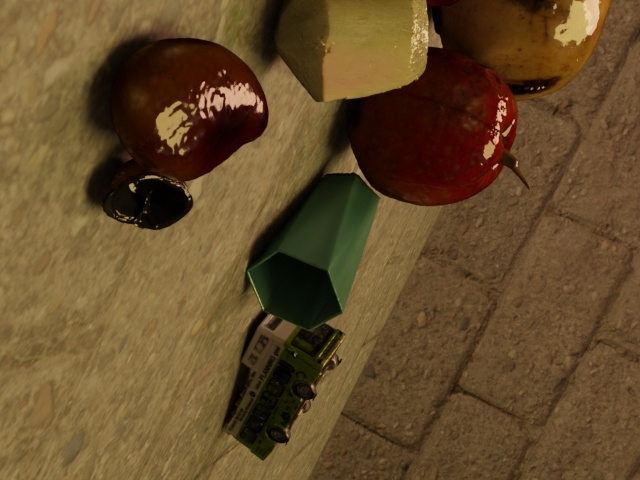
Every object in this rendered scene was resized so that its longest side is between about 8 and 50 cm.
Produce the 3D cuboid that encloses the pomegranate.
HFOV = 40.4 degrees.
[{"bbox_3d":[0.318,-0.380,1.396,0.322,0.322,0.322,-58,167,-22],"label":"pomegranate"}]

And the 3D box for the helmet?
[{"bbox_3d":[-0.151,-0.048,0.739,0.065,0.049,0.084,-32,149,20],"label":"helmet"}]

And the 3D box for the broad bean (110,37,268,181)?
[{"bbox_3d":[-0.109,-0.106,0.704,0.165,0.084,0.114,-38,118,-60],"label":"broad bean"}]

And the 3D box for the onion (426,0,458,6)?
[{"bbox_3d":[0.165,-0.378,1.168,0.131,0.131,0.131,-58,167,-22],"label":"onion"}]

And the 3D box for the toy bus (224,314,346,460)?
[{"bbox_3d":[-0.072,0.245,1.489,0.113,0.139,0.301,-48,168,-49],"label":"toy bus"}]

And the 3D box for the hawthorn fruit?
[{"bbox_3d":[0.170,-0.176,1.326,0.258,0.262,0.258,19,66,-53],"label":"hawthorn fruit"}]

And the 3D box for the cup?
[{"bbox_3d":[0.000,0.000,1.299,0.235,0.134,0.148,-63,145,-45],"label":"cup"}]

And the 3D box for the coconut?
[{"bbox_3d":[0.027,-0.218,0.903,0.147,0.153,0.147,172,-90,-81],"label":"coconut"}]
